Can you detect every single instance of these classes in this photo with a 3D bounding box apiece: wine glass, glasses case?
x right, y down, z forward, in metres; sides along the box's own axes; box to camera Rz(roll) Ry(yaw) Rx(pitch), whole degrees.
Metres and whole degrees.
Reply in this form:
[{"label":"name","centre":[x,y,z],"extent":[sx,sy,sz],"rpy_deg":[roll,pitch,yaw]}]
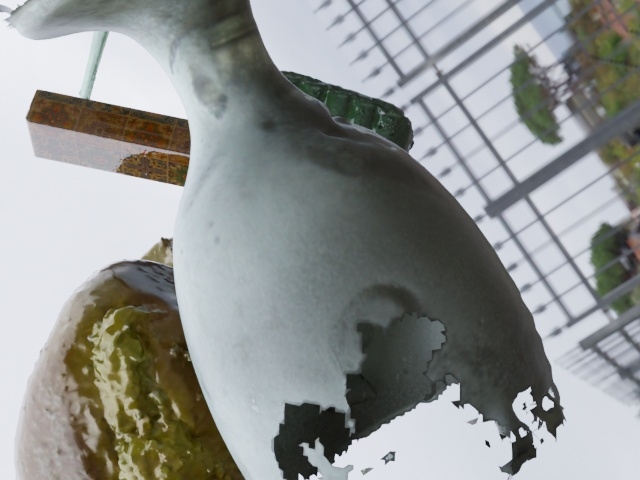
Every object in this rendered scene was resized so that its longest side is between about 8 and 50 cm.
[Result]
[{"label":"wine glass","centre":[-0.009,-0.006,0.521],"extent":[0.357,0.190,0.190],"rpy_deg":[64,-164,-9]},{"label":"glasses case","centre":[-0.203,-0.108,1.048],"extent":[0.075,0.218,0.049],"rpy_deg":[105,176,-61]}]

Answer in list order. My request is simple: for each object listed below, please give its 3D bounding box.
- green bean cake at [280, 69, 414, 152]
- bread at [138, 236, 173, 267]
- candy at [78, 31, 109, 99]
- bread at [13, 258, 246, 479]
[{"label":"green bean cake","centre":[0.021,-0.188,1.856],"extent":[0.300,0.169,0.308],"rpy_deg":[21,172,5]},{"label":"bread","centre":[-0.161,0.155,1.273],"extent":[0.279,0.207,0.279],"rpy_deg":[47,179,0]},{"label":"candy","centre":[-0.232,-0.239,1.033],"extent":[0.093,0.335,0.092],"rpy_deg":[17,-118,-16]},{"label":"bread","centre":[-0.133,0.159,0.755],"extent":[0.195,0.246,0.176],"rpy_deg":[18,-164,1]}]
